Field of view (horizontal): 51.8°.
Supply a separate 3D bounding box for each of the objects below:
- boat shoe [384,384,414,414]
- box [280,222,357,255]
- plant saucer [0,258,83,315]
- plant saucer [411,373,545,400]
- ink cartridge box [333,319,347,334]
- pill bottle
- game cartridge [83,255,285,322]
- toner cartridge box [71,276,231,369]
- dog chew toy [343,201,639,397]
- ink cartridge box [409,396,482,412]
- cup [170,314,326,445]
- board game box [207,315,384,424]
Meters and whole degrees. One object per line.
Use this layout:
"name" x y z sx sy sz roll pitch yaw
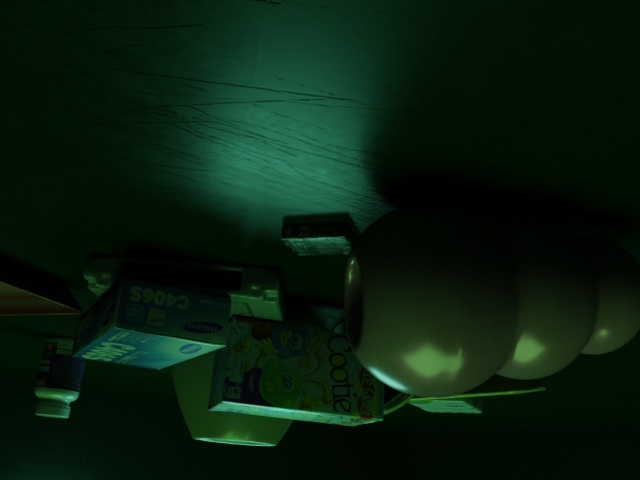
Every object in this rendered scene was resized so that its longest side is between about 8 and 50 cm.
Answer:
"boat shoe" 0.164 0.224 1.204 0.080 0.223 0.073 46 173 45
"box" 0.000 0.000 0.831 0.083 0.018 0.067 -2 159 18
"plant saucer" -0.586 0.074 1.126 0.259 0.047 0.258 -4 158 21
"plant saucer" 0.282 0.301 1.428 0.333 0.081 0.333 -6 165 5
"ink cartridge box" 0.109 0.214 1.356 0.181 0.056 0.224 8 165 -10
"pill bottle" -0.665 0.350 1.682 0.108 0.193 0.108 4 160 1
"game cartridge" -0.206 0.086 1.065 0.294 0.060 0.196 4 156 2
"toner cartridge box" -0.285 0.145 1.064 0.165 0.075 0.348 13 159 -25
"dog chew toy" 0.197 0.061 0.717 0.332 0.206 0.206 -1 161 -10
"ink cartridge box" 0.320 0.388 1.710 0.160 0.092 0.219 -4 158 24
"cup" -0.160 0.290 1.346 0.331 0.237 0.331 4 160 1
"board game box" -0.040 0.233 1.148 0.275 0.144 0.142 11 158 -16
